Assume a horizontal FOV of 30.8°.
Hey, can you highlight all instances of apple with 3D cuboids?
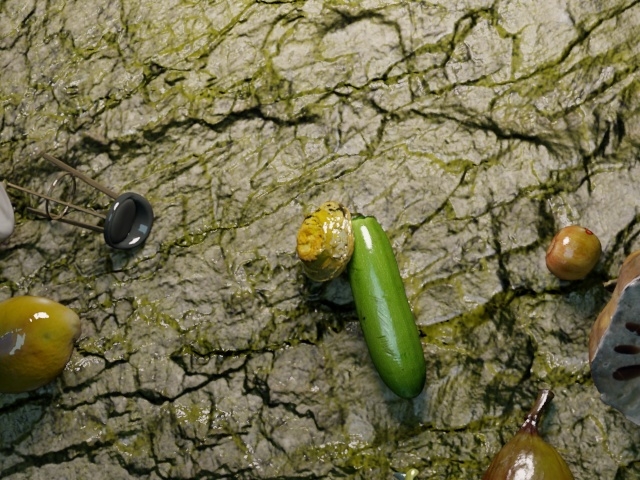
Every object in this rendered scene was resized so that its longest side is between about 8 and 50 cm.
[{"bbox_3d":[0.373,0.019,1.712,0.071,0.084,0.084,28,92,4],"label":"apple"}]

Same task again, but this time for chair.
[{"bbox_3d":[-0.384,-0.056,1.862,0.222,0.095,0.104,20,102,11],"label":"chair"}]

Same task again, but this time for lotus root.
[{"bbox_3d":[0.494,0.112,1.618,0.272,0.192,0.272,0,119,1],"label":"lotus root"}]

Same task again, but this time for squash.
[{"bbox_3d":[0.094,0.099,1.761,0.082,0.082,0.292,-17,83,10],"label":"squash"}]

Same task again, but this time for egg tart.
[{"bbox_3d":[0.000,0.000,1.776,0.130,0.052,0.130,-16,70,53],"label":"egg tart"}]

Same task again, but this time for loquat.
[{"bbox_3d":[-0.467,0.161,1.843,0.195,0.152,0.152,-23,82,1],"label":"loquat"}]

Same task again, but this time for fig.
[{"bbox_3d":[0.307,0.346,1.681,0.170,0.145,0.274,12,70,-6],"label":"fig"}]

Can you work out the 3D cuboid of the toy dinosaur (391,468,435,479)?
[{"bbox_3d":[0.125,0.475,1.729,0.153,0.094,0.259,30,100,13],"label":"toy dinosaur"}]

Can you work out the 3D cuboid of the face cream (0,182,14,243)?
[{"bbox_3d":[-0.619,-0.043,1.854,0.187,0.201,0.201,-32,81,7],"label":"face cream"}]
